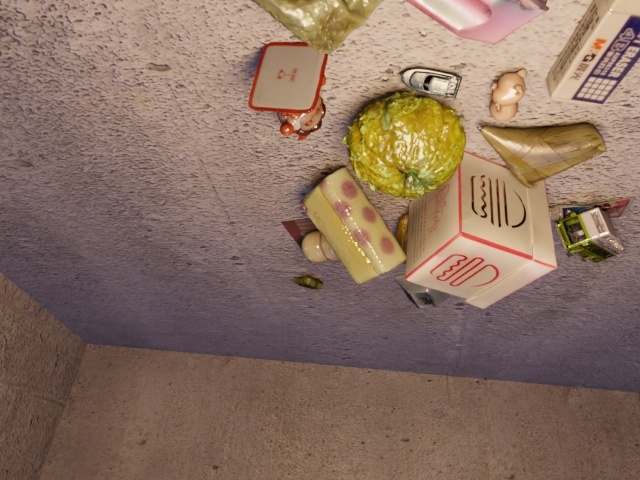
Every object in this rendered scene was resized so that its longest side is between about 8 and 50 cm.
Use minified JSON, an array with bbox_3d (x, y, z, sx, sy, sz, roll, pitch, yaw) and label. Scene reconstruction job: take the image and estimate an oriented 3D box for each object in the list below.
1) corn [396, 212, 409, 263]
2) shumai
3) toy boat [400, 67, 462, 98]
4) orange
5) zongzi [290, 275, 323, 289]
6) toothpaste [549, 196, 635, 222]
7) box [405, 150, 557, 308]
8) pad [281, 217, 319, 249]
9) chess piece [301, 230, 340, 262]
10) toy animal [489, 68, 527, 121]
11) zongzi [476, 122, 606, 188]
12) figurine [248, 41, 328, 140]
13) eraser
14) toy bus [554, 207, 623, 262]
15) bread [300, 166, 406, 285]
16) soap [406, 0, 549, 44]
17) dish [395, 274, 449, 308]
[{"bbox_3d":[0.310,-0.004,1.700,0.097,0.097,0.261,2,145,7],"label":"corn"},{"bbox_3d":[-0.020,-0.494,0.887,0.261,0.225,0.222,19,122,-37],"label":"shumai"},{"bbox_3d":[0.257,-0.374,1.145,0.141,0.060,0.055,12,125,1],"label":"toy boat"},{"bbox_3d":[0.212,-0.231,1.221,0.301,0.223,0.300,27,143,-35],"label":"orange"},{"bbox_3d":[-0.056,0.188,2.131,0.113,0.052,0.104,-6,155,43],"label":"zongzi"},{"bbox_3d":[0.828,-0.091,1.518,0.266,0.061,0.096,-5,148,6],"label":"toothpaste"},{"bbox_3d":[0.453,-0.026,1.434,0.300,0.314,0.312,17,147,-13],"label":"box"},{"bbox_3d":[0.000,0.001,1.848,0.202,0.005,0.299,-6,147,19],"label":"pad"},{"bbox_3d":[0.073,0.006,1.718,0.300,0.167,0.167,-10,146,32],"label":"chess piece"},{"bbox_3d":[0.442,-0.338,1.151,0.089,0.083,0.150,-9,159,1],"label":"toy animal"},{"bbox_3d":[0.559,-0.265,1.236,0.256,0.115,0.228,38,134,-26],"label":"zongzi"},{"bbox_3d":[-0.052,-0.328,1.184,0.160,0.183,0.226,9,162,13],"label":"figurine"},{"bbox_3d":[0.593,-0.408,1.002,0.124,0.081,0.279,8,149,-2],"label":"eraser"},{"bbox_3d":[0.854,-0.010,1.524,0.139,0.113,0.302,-28,152,37],"label":"toy bus"},{"bbox_3d":[0.102,-0.039,1.484,0.187,0.155,0.338,-34,90,47],"label":"bread"},{"bbox_3d":[0.255,-0.466,0.863,0.324,0.192,0.109,20,148,-23],"label":"soap"},{"bbox_3d":[0.435,0.225,2.070,0.182,0.080,0.243,-10,146,24],"label":"dish"}]
